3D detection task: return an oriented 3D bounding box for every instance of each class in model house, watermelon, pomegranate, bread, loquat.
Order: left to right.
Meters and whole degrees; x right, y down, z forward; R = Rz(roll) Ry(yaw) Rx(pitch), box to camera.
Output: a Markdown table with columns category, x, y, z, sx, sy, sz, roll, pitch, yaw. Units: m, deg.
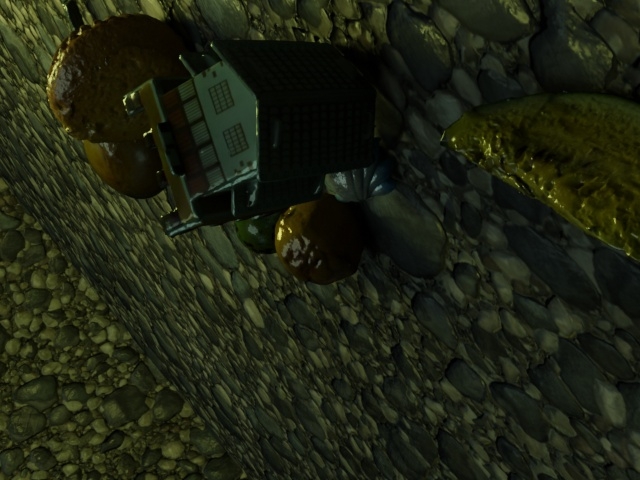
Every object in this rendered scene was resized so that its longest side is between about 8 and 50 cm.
| category | x | y | z | sx | sy | sz | roll | pitch | yaw |
| --- | --- | --- | --- | --- | --- | --- | --- | --- | --- |
| bread | -0.320 | -0.261 | 1.619 | 0.139 | 0.240 | 0.240 | 57 | 163 | 36 |
| loquat | -0.335 | -0.173 | 1.847 | 0.179 | 0.179 | 0.227 | 40 | 156 | 34 |
| model house | -0.076 | -0.130 | 1.205 | 0.215 | 0.224 | 0.198 | -20 | 85 | 38 |
| pomegranate | -0.059 | -0.030 | 1.574 | 0.161 | 0.122 | 0.122 | 22 | 150 | 9 |
| loquat | 0.000 | 0.000 | 1.460 | 0.113 | 0.137 | 0.137 | -22 | 103 | 41 |
| watermelon | 0.242 | -0.046 | 0.879 | 0.301 | 0.129 | 0.123 | 41 | 152 | 45 |

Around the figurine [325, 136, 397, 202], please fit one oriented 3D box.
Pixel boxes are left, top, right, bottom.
| category | x | y | z | sx | sy | sz | roll | pitch | yaw |
| --- | --- | --- | --- | --- | --- | --- | --- | --- | --- |
| figurine | 0.040 | -0.101 | 1.307 | 0.114 | 0.079 | 0.114 | 25 | 129 | 35 |

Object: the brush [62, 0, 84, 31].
| category | x | y | z | sx | sy | sz | roll | pitch | yaw |
| --- | --- | --- | --- | --- | --- | --- | --- | --- | --- |
| brush | -0.422 | -0.313 | 1.973 | 0.051 | 0.070 | 0.323 | 23 | 139 | 51 |
